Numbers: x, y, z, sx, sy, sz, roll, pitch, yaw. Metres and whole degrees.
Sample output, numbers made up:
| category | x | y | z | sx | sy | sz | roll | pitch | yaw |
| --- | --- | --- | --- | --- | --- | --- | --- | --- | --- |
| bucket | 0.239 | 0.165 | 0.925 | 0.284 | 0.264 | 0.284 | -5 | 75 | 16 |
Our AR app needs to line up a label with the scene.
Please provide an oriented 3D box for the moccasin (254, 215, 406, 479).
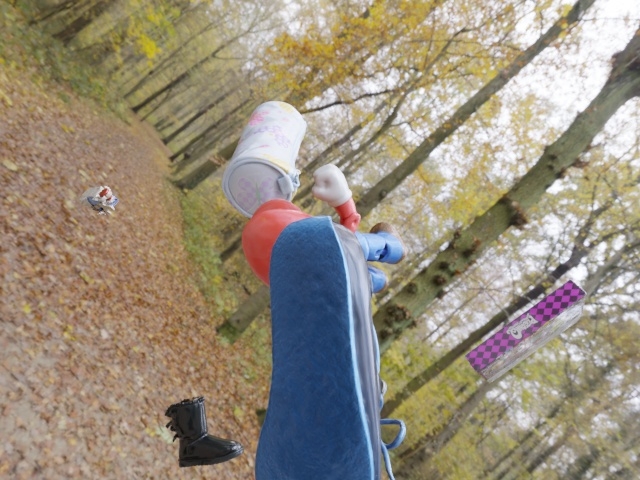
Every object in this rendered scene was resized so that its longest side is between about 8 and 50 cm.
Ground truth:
| category | x | y | z | sx | sy | sz | roll | pitch | yaw |
| --- | --- | --- | --- | --- | --- | --- | --- | --- | --- |
| moccasin | 0.023 | 0.149 | 0.416 | 0.138 | 0.341 | 0.117 | 3 | -4 | 28 |

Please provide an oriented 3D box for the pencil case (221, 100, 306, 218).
| category | x | y | z | sx | sy | sz | roll | pitch | yaw |
| --- | --- | --- | --- | --- | --- | --- | --- | --- | --- |
| pencil case | -0.092 | -0.155 | 0.765 | 0.113 | 0.124 | 0.273 | 56 | 20 | -31 |

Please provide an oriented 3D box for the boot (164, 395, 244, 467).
| category | x | y | z | sx | sy | sz | roll | pitch | yaw |
| --- | --- | --- | --- | --- | --- | --- | --- | --- | --- |
| boot | -0.186 | 0.299 | 0.677 | 0.045 | 0.121 | 0.099 | 16 | 59 | -70 |

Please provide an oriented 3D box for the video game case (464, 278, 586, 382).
| category | x | y | z | sx | sy | sz | roll | pitch | yaw |
| --- | --- | --- | --- | --- | --- | --- | --- | --- | --- |
| video game case | 0.398 | 0.187 | 0.829 | 0.042 | 0.232 | 0.210 | 56 | 9 | 33 |

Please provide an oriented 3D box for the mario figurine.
| category | x | y | z | sx | sy | sz | roll | pitch | yaw |
| --- | --- | --- | --- | --- | --- | --- | --- | --- | --- |
| mario figurine | 0.000 | 0.000 | 0.672 | 0.170 | 0.198 | 0.321 | -5 | -11 | 36 |

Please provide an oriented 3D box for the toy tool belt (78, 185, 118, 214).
| category | x | y | z | sx | sy | sz | roll | pitch | yaw |
| --- | --- | --- | --- | --- | --- | --- | --- | --- | --- |
| toy tool belt | -0.395 | -0.071 | 0.780 | 0.083 | 0.052 | 0.051 | 2 | -39 | 34 |
